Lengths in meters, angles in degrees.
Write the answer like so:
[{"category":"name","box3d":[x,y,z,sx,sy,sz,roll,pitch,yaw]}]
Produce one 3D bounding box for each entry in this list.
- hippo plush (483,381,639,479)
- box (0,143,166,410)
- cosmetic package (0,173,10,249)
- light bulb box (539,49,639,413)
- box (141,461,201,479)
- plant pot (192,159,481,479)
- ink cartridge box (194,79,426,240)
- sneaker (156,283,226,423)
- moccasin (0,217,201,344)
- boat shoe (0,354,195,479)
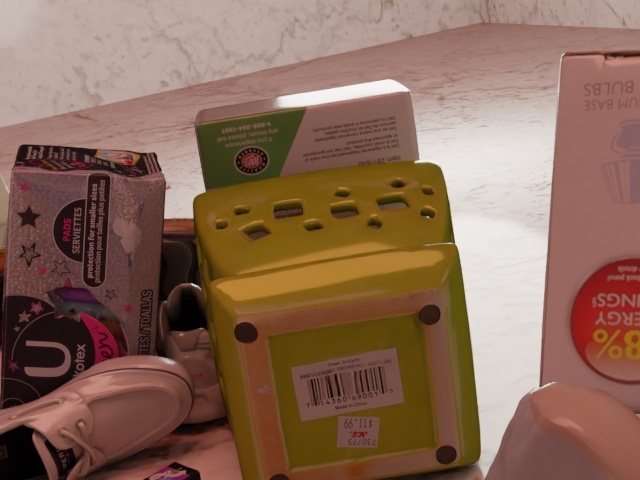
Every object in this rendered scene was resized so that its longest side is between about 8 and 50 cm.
[{"category":"hippo plush","box3d":[0.158,0.210,0.648,0.294,0.234,0.236,-46,-25,28]},{"category":"box","box3d":[-0.226,0.045,1.191,0.142,0.247,0.163,2,12,-11]},{"category":"cosmetic package","box3d":[-0.575,-0.005,1.723,0.296,0.129,0.153,-18,-23,-28]},{"category":"light bulb box","box3d":[0.371,0.018,0.833,0.358,0.225,0.361,0,-10,29]},{"category":"box","box3d":[-0.133,0.226,0.796,0.029,0.116,0.162,9,24,44]},{"category":"plant pot","box3d":[0.017,0.079,1.057,0.228,0.227,0.207,-8,22,-1]},{"category":"ink cartridge box","box3d":[0.000,0.000,1.229,0.201,0.278,0.117,-9,13,-3]},{"category":"sneaker","box3d":[-0.124,0.091,1.263,0.090,0.115,0.232,-5,16,-9]},{"category":"moccasin","box3d":[-0.257,0.042,1.508,0.380,0.139,0.147,-15,23,11]},{"category":"boat shoe","box3d":[-0.227,0.178,1.090,0.258,0.095,0.084,-22,22,-8]}]
